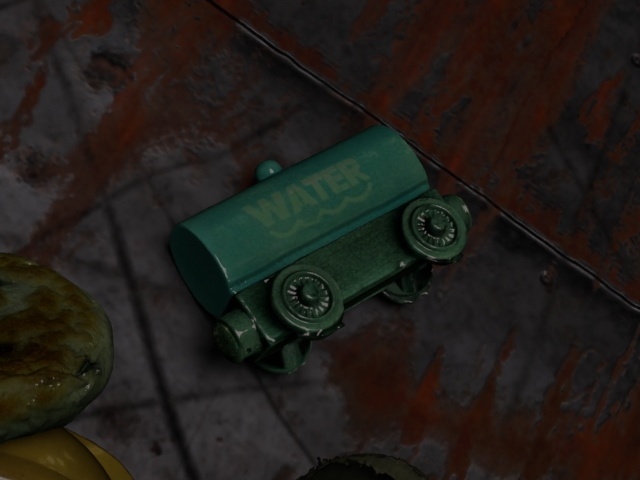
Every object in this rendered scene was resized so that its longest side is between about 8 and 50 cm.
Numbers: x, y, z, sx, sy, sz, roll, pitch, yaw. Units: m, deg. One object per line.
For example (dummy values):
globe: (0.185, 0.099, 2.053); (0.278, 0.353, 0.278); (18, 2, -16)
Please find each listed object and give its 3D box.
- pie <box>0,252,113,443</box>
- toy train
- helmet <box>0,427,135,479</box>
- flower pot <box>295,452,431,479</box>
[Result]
pie: (-0.254, 0.065, 1.025); (0.240, 0.054, 0.240); (7, 28, -4)
toy train: (0.000, 0.000, 1.218); (0.248, 0.101, 0.159); (-29, 74, -31)
helmet: (-0.211, 0.189, 1.019); (0.257, 0.140, 0.205); (9, 67, -23)
flower pot: (0.101, 0.300, 1.087); (0.259, 0.290, 0.290); (13, 67, -35)
